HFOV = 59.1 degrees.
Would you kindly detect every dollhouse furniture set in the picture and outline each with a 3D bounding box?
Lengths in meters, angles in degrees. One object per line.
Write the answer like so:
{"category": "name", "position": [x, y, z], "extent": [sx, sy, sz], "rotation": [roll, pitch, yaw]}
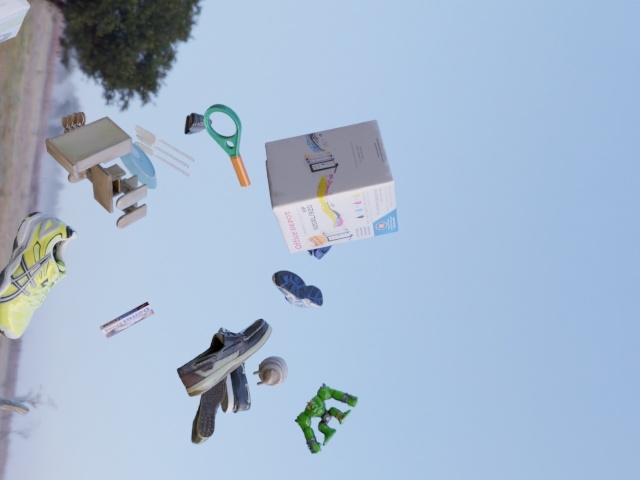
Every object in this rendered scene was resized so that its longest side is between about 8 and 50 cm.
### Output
{"category": "dollhouse furniture set", "position": [-0.562, -0.160, 1.399], "extent": [0.212, 0.161, 0.242], "rotation": [39, -40, 17]}

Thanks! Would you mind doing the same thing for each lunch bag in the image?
{"category": "lunch bag", "position": [0.000, 0.000, 1.437], "extent": [0.065, 0.098, 0.067], "rotation": [32, -18, 22]}

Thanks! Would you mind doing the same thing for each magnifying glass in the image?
{"category": "magnifying glass", "position": [-0.221, -0.231, 1.398], "extent": [0.026, 0.092, 0.231], "rotation": [-70, 152, -43]}

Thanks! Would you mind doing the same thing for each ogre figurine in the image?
{"category": "ogre figurine", "position": [0.007, 0.507, 1.639], "extent": [0.118, 0.097, 0.197], "rotation": [37, -79, 17]}

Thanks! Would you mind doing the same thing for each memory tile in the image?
{"category": "memory tile", "position": [-0.779, -0.347, 1.798], "extent": [0.147, 0.012, 0.113], "rotation": [0, -77, 42]}

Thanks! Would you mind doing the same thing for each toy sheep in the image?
{"category": "toy sheep", "position": [-0.133, 0.361, 1.563], "extent": [0.132, 0.091, 0.091], "rotation": [-59, 163, -76]}

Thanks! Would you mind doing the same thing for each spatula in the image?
{"category": "spatula", "position": [-0.576, -0.325, 2.082], "extent": [0.168, 0.242, 0.019], "rotation": [-44, -162, 58]}

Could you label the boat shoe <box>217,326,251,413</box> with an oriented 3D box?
{"category": "boat shoe", "position": [-0.299, 0.439, 1.918], "extent": [0.114, 0.091, 0.303], "rotation": [-48, -136, 46]}

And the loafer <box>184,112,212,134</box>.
{"category": "loafer", "position": [-0.377, -0.350, 1.719], "extent": [0.170, 0.061, 0.062], "rotation": [-163, -101, -65]}

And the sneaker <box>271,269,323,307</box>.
{"category": "sneaker", "position": [-0.079, 0.154, 1.656], "extent": [0.081, 0.211, 0.080], "rotation": [-20, -128, 28]}

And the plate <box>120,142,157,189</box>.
{"category": "plate", "position": [-0.556, -0.242, 1.732], "extent": [0.024, 0.188, 0.188], "rotation": [-30, -128, 9]}

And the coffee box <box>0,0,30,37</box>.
{"category": "coffee box", "position": [-0.797, -0.491, 1.031], "extent": [0.334, 0.337, 0.338], "rotation": [13, -45, 56]}

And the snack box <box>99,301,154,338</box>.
{"category": "snack box", "position": [-0.673, 0.277, 1.969], "extent": [0.022, 0.178, 0.064], "rotation": [50, -20, 31]}

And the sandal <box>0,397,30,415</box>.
{"category": "sandal", "position": [-0.809, 0.403, 1.381], "extent": [0.072, 0.180, 0.049], "rotation": [-9, -124, 63]}

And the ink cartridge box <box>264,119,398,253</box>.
{"category": "ink cartridge box", "position": [0.022, -0.104, 1.131], "extent": [0.171, 0.232, 0.168], "rotation": [74, 5, -56]}

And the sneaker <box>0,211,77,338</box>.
{"category": "sneaker", "position": [-0.856, 0.111, 1.689], "extent": [0.145, 0.147, 0.385], "rotation": [53, 52, -85]}

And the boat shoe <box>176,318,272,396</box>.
{"category": "boat shoe", "position": [-0.186, 0.214, 1.117], "extent": [0.080, 0.223, 0.074], "rotation": [-18, -74, 49]}

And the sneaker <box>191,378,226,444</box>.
{"category": "sneaker", "position": [-0.315, 0.468, 1.545], "extent": [0.086, 0.064, 0.192], "rotation": [-53, -161, 36]}
